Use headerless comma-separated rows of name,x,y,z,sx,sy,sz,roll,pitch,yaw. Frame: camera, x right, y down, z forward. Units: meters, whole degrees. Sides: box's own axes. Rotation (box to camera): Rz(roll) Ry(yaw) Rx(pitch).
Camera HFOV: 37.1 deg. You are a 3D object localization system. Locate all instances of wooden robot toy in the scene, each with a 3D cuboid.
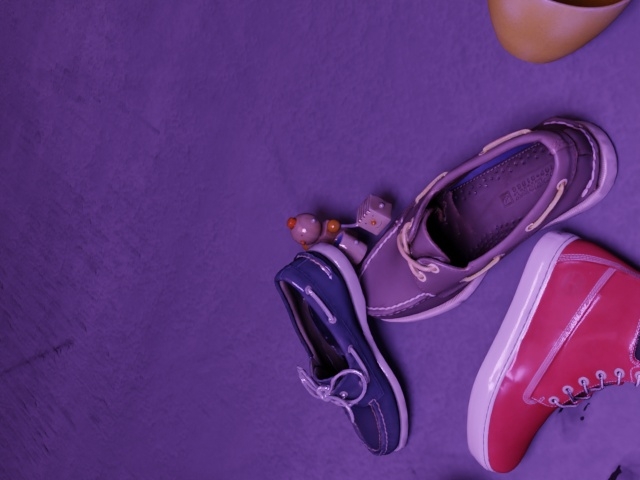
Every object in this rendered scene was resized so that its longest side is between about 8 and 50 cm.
wooden robot toy,0.000,0.000,1.045,0.173,0.079,0.076,-37,30,51

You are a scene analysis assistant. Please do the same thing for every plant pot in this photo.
plant pot,0.205,-0.216,0.858,0.134,0.134,0.095,53,153,26

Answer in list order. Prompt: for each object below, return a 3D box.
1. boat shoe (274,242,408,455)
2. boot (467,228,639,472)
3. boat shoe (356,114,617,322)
boat shoe,0.022,0.129,1.016,0.095,0.079,0.254,7,122,47
boot,0.242,0.133,0.866,0.176,0.088,0.244,29,108,35
boat shoe,0.135,-0.011,0.941,0.324,0.097,0.116,-36,69,38
